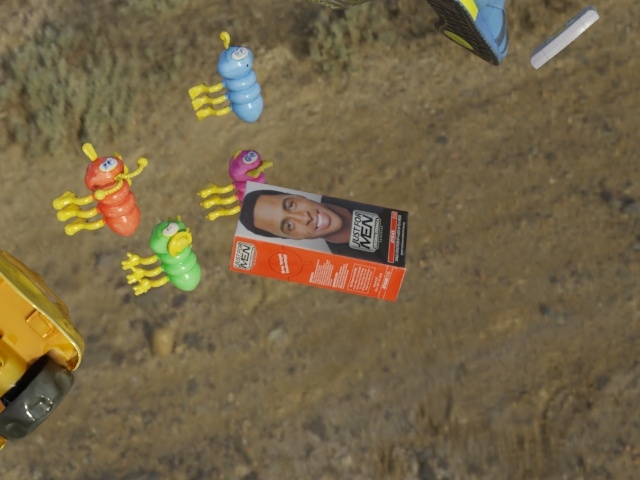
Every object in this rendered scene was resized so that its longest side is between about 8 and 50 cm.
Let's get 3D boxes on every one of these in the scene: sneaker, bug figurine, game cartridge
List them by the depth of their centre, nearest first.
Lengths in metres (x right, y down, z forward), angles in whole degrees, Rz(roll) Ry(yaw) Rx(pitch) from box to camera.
[{"bbox_3d":[0.135,-0.209,0.914,0.069,0.209,0.082,32,90,19],"label":"sneaker"},{"bbox_3d":[-0.129,-0.067,1.115,0.072,0.216,0.279,20,54,36],"label":"bug figurine"},{"bbox_3d":[0.255,-0.214,1.145,0.083,0.017,0.056,-40,10,20],"label":"game cartridge"}]

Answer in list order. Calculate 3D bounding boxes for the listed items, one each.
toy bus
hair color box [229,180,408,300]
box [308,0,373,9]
[{"bbox_3d":[-0.273,0.088,0.831,0.220,0.149,0.211,-43,7,12],"label":"toy bus"},{"bbox_3d":[0.000,0.000,0.911,0.141,0.043,0.072,10,44,-3],"label":"hair color box"},{"bbox_3d":[-0.063,-0.375,1.427,0.270,0.060,0.216,14,4,-17],"label":"box"}]
